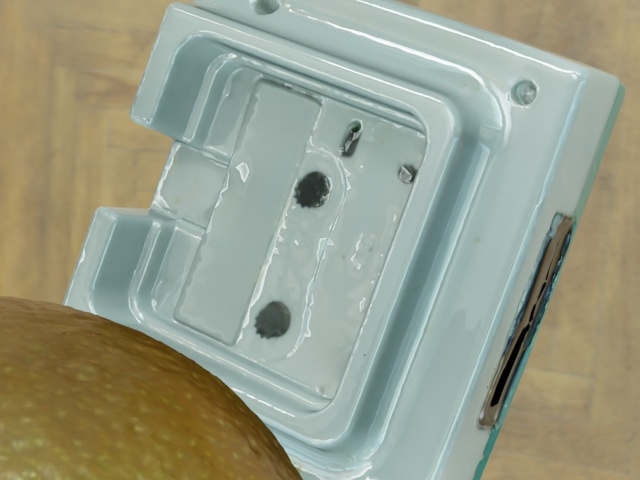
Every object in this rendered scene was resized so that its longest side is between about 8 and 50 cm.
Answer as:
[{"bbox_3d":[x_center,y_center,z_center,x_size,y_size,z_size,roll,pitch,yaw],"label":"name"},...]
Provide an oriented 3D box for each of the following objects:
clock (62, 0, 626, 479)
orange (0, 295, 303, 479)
[{"bbox_3d":[0.000,0.000,0.846,0.231,0.116,0.262,24,97,31],"label":"clock"},{"bbox_3d":[-0.109,0.151,0.553,0.264,0.264,0.264,1,92,31],"label":"orange"}]
